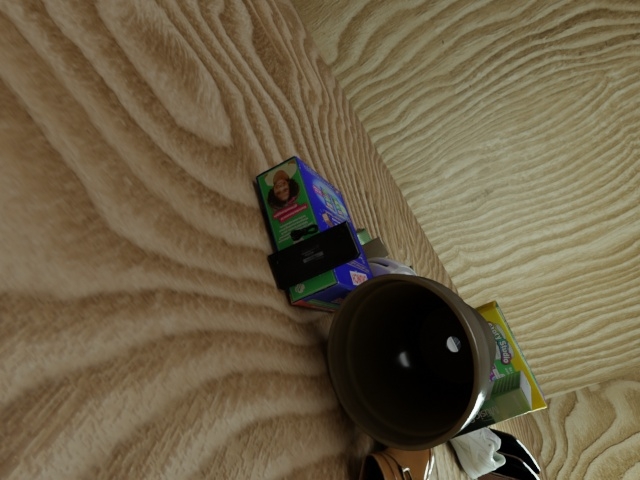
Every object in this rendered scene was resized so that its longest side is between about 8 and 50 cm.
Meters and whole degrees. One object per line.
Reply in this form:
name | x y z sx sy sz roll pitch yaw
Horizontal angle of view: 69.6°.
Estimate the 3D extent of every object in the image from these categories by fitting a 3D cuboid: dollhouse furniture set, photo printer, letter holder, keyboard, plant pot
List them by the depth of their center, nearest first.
keyboard | -0.017 0.019 0.924 0.108 0.180 0.023 69 11 15
plant pot | 0.224 0.228 0.954 0.280 0.323 0.323 4 59 -49
photo printer | 0.209 0.185 1.238 0.307 0.107 0.256 60 -17 -9
dollhouse furniture set | 0.202 0.045 1.488 0.197 0.151 0.301 61 19 -5
letter holder | 0.669 0.786 1.548 0.302 0.214 0.152 51 55 -29

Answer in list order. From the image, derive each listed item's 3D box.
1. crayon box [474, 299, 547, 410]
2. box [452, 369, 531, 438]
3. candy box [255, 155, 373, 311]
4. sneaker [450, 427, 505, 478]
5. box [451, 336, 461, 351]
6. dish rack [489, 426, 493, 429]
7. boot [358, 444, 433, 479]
crayon box | 0.541 0.437 1.592 0.363 0.313 0.106 64 19 2
box | 0.352 0.419 1.128 0.058 0.322 0.232 65 20 15
candy box | 0.000 0.000 1.083 0.268 0.122 0.317 28 38 -61
sneaker | 0.464 0.596 1.439 0.305 0.152 0.114 57 22 -11
box | 0.394 0.384 1.493 0.158 0.156 0.093 62 -16 4
dish rack | 0.622 0.743 1.763 0.271 0.074 0.208 60 20 -8
boot | 0.135 0.442 0.912 0.220 0.109 0.283 38 38 -42
